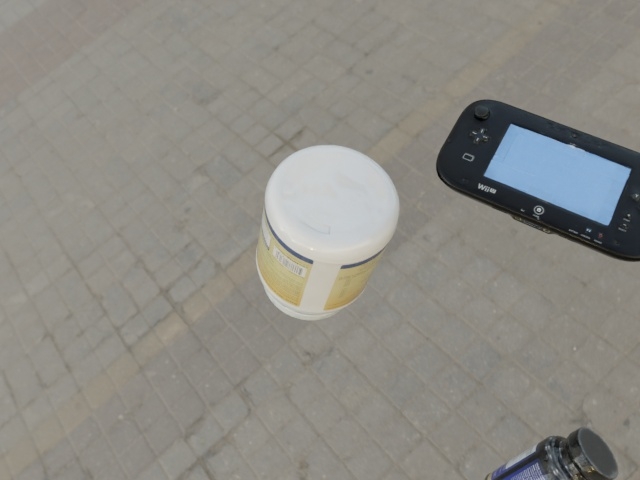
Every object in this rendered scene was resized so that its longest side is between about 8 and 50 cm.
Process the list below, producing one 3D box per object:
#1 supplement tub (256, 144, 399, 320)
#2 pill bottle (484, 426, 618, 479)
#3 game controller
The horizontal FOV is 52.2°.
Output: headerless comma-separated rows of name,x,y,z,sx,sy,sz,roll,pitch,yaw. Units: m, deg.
supplement tub,0.000,0.000,1.200,0.228,0.316,0.228,5,61,-8
pill bottle,0.402,0.421,1.148,0.219,0.123,0.123,-48,41,33
game controller,0.326,-0.088,0.910,0.319,0.067,0.166,25,59,17
